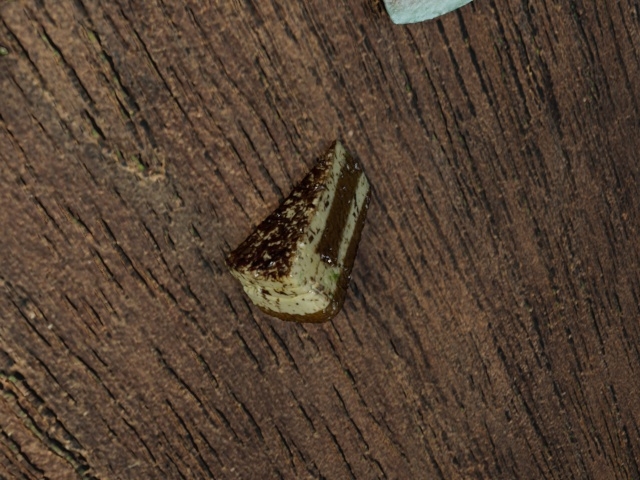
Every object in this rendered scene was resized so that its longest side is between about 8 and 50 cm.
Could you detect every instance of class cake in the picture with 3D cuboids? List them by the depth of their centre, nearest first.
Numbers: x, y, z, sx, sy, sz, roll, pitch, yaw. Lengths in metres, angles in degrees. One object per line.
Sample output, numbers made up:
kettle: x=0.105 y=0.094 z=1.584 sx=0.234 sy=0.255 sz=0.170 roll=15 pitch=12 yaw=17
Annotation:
cake: x=0.010 y=-0.006 z=1.297 sx=0.246 sy=0.135 sz=0.112 roll=-48 pitch=129 yaw=-17

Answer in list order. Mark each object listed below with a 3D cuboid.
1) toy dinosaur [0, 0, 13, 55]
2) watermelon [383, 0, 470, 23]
toy dinosaur: x=-0.403 y=-0.189 z=0.935 sx=0.251 sy=0.072 sz=0.199 roll=-11 pitch=103 yaw=-25
watermelon: x=0.112 y=-0.409 z=1.284 sx=0.154 sy=0.094 sz=0.241 roll=-32 pitch=123 yaw=-17
